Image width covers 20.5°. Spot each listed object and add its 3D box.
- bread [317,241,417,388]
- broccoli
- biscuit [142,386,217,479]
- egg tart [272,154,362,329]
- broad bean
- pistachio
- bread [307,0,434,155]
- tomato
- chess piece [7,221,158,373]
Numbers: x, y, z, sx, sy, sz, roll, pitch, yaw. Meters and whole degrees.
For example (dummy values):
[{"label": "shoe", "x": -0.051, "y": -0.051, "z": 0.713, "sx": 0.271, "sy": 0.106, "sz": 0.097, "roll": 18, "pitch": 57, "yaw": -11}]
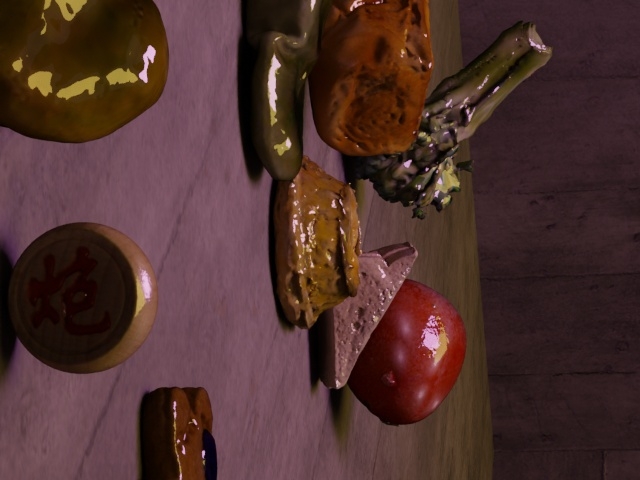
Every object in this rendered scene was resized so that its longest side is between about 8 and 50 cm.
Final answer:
[{"label": "bread", "x": 0.051, "y": 0.081, "z": 1.919, "sx": 0.077, "sy": 0.105, "sz": 0.152, "roll": -151, "pitch": -122, "yaw": -78}, {"label": "broccoli", "x": 0.143, "y": -0.164, "z": 2.159, "sx": 0.177, "sy": 0.275, "sz": 0.198, "roll": 53, "pitch": 27, "yaw": 19}, {"label": "biscuit", "x": -0.097, "y": 0.222, "z": 1.281, "sx": 0.180, "sy": 0.039, "sz": 0.236, "roll": 13, "pitch": 77, "yaw": -81}, {"label": "egg tart", "x": 0.000, "y": 0.000, "z": 1.781, "sx": 0.191, "sy": 0.074, "sz": 0.191, "roll": -4, "pitch": 90, "yaw": -82}, {"label": "broad bean", "x": -0.036, "y": -0.160, "z": 1.649, "sx": 0.153, "sy": 0.072, "sz": 0.206, "roll": -8, "pitch": 108, "yaw": -78}, {"label": "pistachio", "x": -0.132, "y": -0.105, "z": 0.931, "sx": 0.100, "sy": 0.110, "sz": 0.189, "roll": -61, "pitch": 175, "yaw": 10}, {"label": "bread", "x": 0.047, "y": -0.238, "z": 1.854, "sx": 0.167, "sy": 0.132, "sz": 0.294, "roll": 83, "pitch": 3, "yaw": -49}, {"label": "tomato", "x": 0.095, "y": 0.120, "z": 2.045, "sx": 0.167, "sy": 0.167, "sz": 0.167, "roll": -2, "pitch": 90, "yaw": -80}, {"label": "chess piece", "x": -0.130, "y": 0.031, "z": 0.972, "sx": 0.038, "sy": 0.084, "sz": 0.083, "roll": 19, "pitch": 70, "yaw": -74}]
